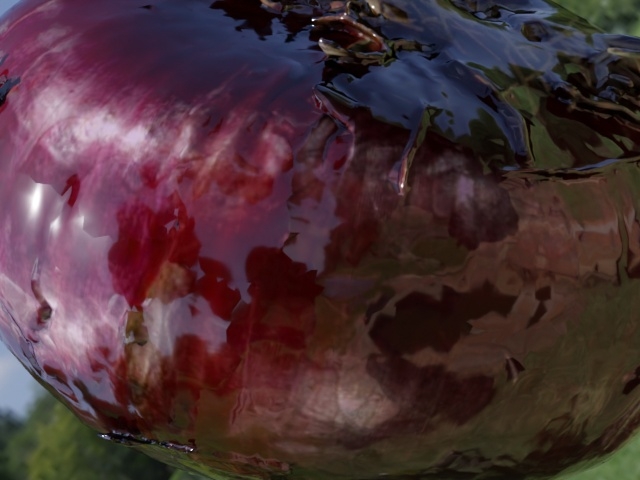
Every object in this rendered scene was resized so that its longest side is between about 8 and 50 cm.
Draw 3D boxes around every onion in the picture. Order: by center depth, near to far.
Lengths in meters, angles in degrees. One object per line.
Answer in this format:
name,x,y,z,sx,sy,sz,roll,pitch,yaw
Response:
onion,0.000,0.000,0.633,0.314,0.314,0.232,-48,-25,-71
